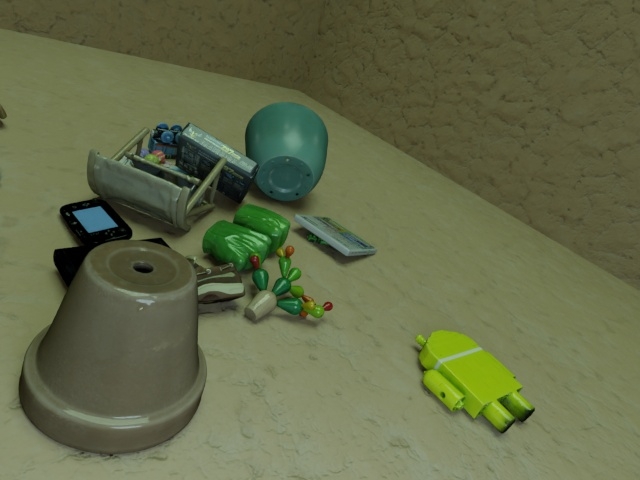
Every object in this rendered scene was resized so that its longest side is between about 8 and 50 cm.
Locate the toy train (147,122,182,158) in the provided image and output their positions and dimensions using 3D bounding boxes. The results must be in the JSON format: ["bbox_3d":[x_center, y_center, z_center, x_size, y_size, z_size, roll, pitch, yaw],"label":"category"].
[{"bbox_3d":[-0.484,-0.330,1.639,0.184,0.105,0.080,-1,42,-40],"label":"toy train"}]

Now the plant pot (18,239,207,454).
[{"bbox_3d":[-0.281,0.128,0.715,0.263,0.229,0.263,17,24,-8],"label":"plant pot"}]

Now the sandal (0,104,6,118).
[{"bbox_3d":[-1.002,-0.390,1.415,0.240,0.088,0.079,28,56,31],"label":"sandal"}]

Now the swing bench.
[{"bbox_3d":[-0.419,-0.150,1.264,0.253,0.165,0.254,23,30,2],"label":"swing bench"}]

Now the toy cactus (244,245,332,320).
[{"bbox_3d":[-0.089,0.109,1.065,0.219,0.112,0.180,46,45,4],"label":"toy cactus"}]

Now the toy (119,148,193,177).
[{"bbox_3d":[-0.505,-0.245,1.508,0.237,0.056,0.137,17,24,-11],"label":"toy"}]

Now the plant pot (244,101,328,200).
[{"bbox_3d":[-0.116,-0.274,1.629,0.293,0.293,0.235,14,41,-15],"label":"plant pot"}]

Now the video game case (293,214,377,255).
[{"bbox_3d":[0.048,-0.017,1.491,0.212,0.023,0.193,34,18,26],"label":"video game case"}]

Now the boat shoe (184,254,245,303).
[{"bbox_3d":[-0.262,0.078,0.955,0.257,0.095,0.095,4,71,-56],"label":"boat shoe"}]

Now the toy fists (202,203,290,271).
[{"bbox_3d":[-0.174,-0.006,1.242,0.142,0.096,0.279,19,25,13],"label":"toy fists"}]

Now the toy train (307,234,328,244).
[{"bbox_3d":[0.000,0.000,1.460,0.083,0.017,0.023,12,36,-21],"label":"toy train"}]

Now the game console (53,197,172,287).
[{"bbox_3d":[-0.461,-0.004,1.026,0.213,0.044,0.361,-9,32,-42],"label":"game console"}]

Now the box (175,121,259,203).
[{"bbox_3d":[-0.307,-0.221,1.430,0.233,0.183,0.059,30,64,-7],"label":"box"}]

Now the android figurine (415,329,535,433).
[{"bbox_3d":[0.325,0.293,1.071,0.248,0.056,0.273,-4,35,-43],"label":"android figurine"}]
